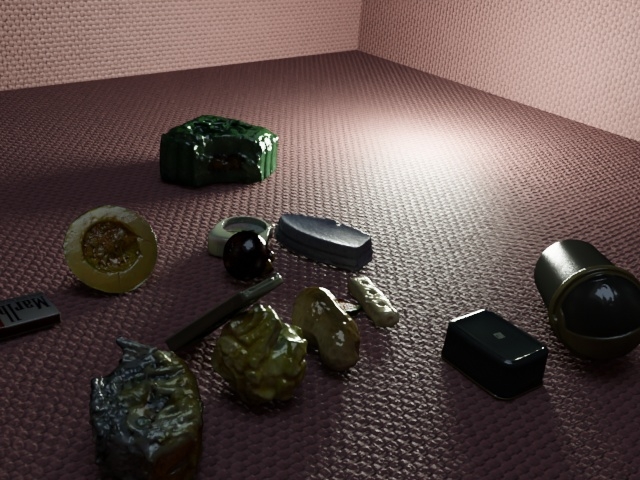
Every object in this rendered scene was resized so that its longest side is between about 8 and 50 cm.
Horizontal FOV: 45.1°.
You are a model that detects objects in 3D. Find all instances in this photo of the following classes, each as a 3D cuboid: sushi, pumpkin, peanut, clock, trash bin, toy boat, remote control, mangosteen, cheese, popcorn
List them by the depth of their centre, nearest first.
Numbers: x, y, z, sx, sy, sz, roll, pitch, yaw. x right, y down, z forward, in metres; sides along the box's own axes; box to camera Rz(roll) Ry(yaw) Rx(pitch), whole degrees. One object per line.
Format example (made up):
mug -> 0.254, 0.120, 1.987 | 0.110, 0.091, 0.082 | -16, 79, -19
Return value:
sushi -> -0.298, 0.294, 1.315 | 0.184, 0.139, 0.274 | -4, 31, -16
popcorn -> -0.110, 0.221, 1.486 | 0.187, 0.167, 0.185 | 41, 3, -2
remote control -> -0.192, 0.146, 1.534 | 0.123, 0.285, 0.038 | -26, 85, -51
peanut -> 0.011, 0.190, 1.626 | 0.120, 0.110, 0.236 | 14, 26, -33
trash bin -> 0.607, 0.133, 1.725 | 0.214, 0.214, 0.334 | 5, 23, 0
cheese -> 0.123, 0.143, 1.809 | 0.065, 0.043, 0.194 | -1, 25, -24
pumpkin -> -0.507, 0.027, 1.833 | 0.217, 0.217, 0.110 | -11, -8, -29
mangosteen -> -0.170, 0.043, 1.884 | 0.140, 0.140, 0.140 | 4, 26, -2
toy boat -> 0.000, 0.000, 2.034 | 0.283, 0.078, 0.127 | 19, 33, 23
clock -> -0.202, -0.012, 2.037 | 0.152, 0.062, 0.191 | 10, 26, 11

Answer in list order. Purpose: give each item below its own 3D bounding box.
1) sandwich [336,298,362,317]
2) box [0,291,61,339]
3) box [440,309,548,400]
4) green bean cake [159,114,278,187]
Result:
sandwich -> 0.046, 0.160, 1.780 | 0.101, 0.026, 0.069 | -10, 26, -33
box -> -0.656, 0.163, 1.630 | 0.177, 0.035, 0.115 | -14, 32, -34
box -> 0.365, 0.233, 1.616 | 0.144, 0.090, 0.201 | -14, 32, -32
green bean cake -> -0.318, -0.279, 2.438 | 0.308, 0.169, 0.300 | 15, 28, 16
